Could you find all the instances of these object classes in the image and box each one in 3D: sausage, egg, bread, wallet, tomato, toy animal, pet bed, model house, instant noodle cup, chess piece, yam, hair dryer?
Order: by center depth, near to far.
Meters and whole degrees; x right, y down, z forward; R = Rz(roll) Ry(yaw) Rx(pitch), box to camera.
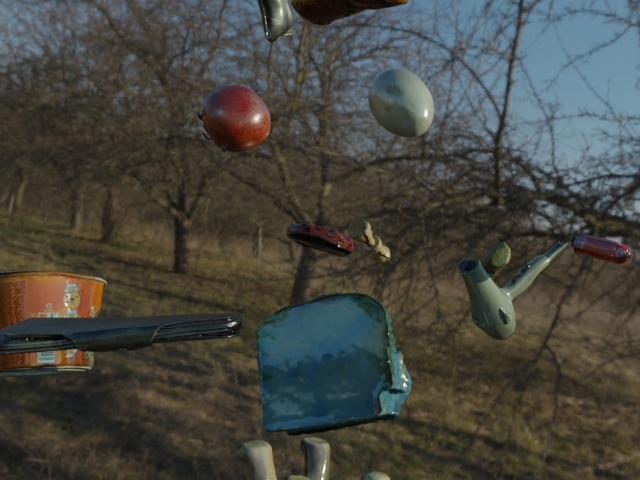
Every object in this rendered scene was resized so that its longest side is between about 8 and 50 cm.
[{"bbox_3d":[-0.021,0.300,0.719,0.121,0.168,0.233,5,-13,-30],"label":"toy animal"},{"bbox_3d":[-0.266,0.126,0.923,0.318,0.045,0.172,-2,-2,-6],"label":"wallet"},{"bbox_3d":[0.050,0.242,1.274,0.262,0.225,0.241,-15,-24,22],"label":"model house"},{"bbox_3d":[0.553,0.017,1.310,0.050,0.048,0.145,-2,10,-19],"label":"sausage"},{"bbox_3d":[0.387,0.063,1.406,0.229,0.267,0.092,33,0,-39],"label":"hair dryer"},{"bbox_3d":[0.067,-0.544,1.506,0.271,0.077,0.139,3,-4,38],"label":"bread"},{"bbox_3d":[-0.193,-0.281,1.560,0.168,0.167,0.167,13,2,0],"label":"tomato"},{"bbox_3d":[-0.649,0.201,1.561,0.297,0.213,0.296,-3,-14,-1],"label":"instant noodle cup"},{"bbox_3d":[0.206,-0.345,1.706,0.151,0.151,0.209,11,38,-40],"label":"egg"},{"bbox_3d":[0.132,0.009,1.706,0.060,0.060,0.172,14,-20,40],"label":"chess piece"},{"bbox_3d":[0.000,0.000,1.840,0.201,0.053,0.201,16,-10,3],"label":"pet bed"},{"bbox_3d":[0.515,0.072,2.025,0.070,0.146,0.069,19,40,-17],"label":"yam"}]

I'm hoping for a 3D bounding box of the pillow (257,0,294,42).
[{"bbox_3d":[-0.091,-0.464,1.328,0.091,0.135,0.055,-24,30,-27],"label":"pillow"}]

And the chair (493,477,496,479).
[{"bbox_3d":[0.449,0.745,1.620,0.170,0.159,0.326,9,25,22],"label":"chair"}]
